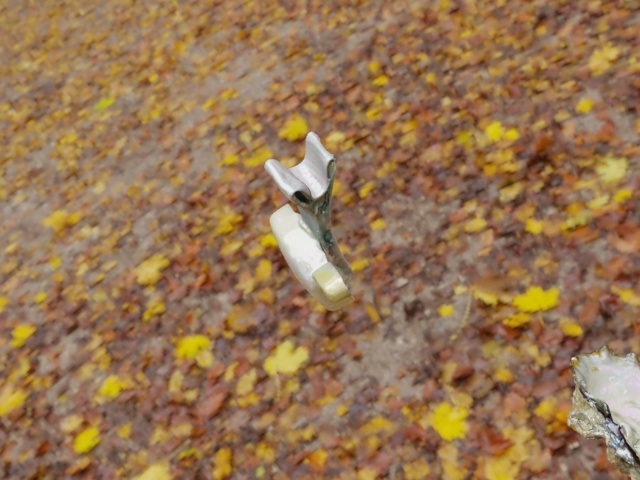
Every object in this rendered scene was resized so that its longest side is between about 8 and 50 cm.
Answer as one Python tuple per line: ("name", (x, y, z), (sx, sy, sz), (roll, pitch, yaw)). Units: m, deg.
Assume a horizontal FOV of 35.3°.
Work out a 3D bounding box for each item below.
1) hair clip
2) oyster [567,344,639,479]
("hair clip", (0.000, 0.003, 0.981), (0.071, 0.219, 0.159), (-25, 53, -7))
("oyster", (0.447, 0.246, 1.424), (0.198, 0.092, 0.260), (14, 25, -10))
